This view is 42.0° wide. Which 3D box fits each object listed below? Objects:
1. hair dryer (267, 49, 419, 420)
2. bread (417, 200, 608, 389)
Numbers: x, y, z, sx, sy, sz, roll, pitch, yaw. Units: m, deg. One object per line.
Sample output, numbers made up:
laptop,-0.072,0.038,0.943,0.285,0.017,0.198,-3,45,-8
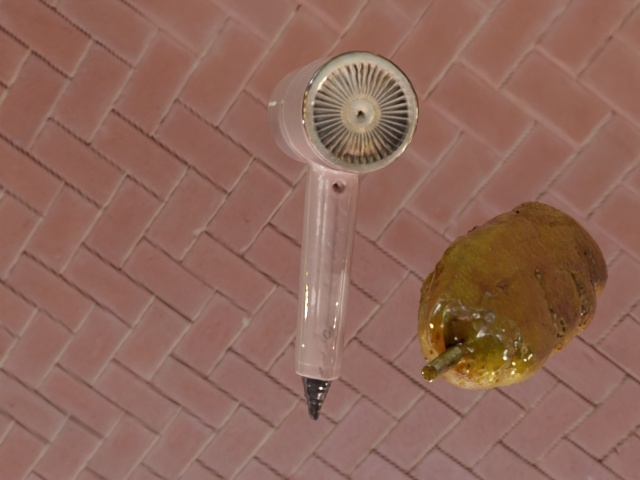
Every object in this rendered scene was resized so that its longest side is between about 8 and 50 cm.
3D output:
hair dryer,0.000,0.000,0.795,0.107,0.189,0.344,5,96,-15
bread,0.148,0.049,0.674,0.084,0.344,0.124,-40,80,33
